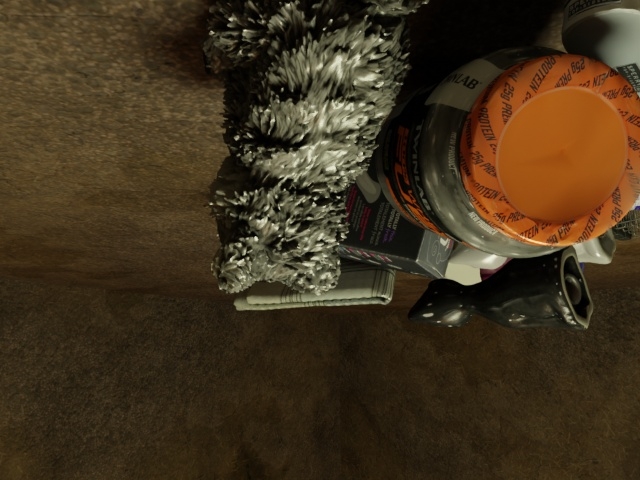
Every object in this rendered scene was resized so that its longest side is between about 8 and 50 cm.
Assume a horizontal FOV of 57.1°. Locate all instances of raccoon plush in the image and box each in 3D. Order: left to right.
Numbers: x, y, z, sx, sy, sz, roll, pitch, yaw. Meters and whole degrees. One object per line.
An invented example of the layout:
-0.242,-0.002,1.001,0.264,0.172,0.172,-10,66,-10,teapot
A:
-0.003,-0.112,0.566,0.216,0.299,0.446,4,166,-17,raccoon plush

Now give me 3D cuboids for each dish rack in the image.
0.771,-0.061,1.331,0.208,0.074,0.271,10,162,-43,dish rack

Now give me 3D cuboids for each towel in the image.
0.000,0.000,1.139,0.324,0.312,0.056,-7,135,24,towel

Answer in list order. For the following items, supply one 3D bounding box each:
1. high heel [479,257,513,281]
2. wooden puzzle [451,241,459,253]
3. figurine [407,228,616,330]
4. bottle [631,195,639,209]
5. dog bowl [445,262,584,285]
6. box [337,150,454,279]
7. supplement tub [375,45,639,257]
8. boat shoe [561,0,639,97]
0.415,-0.021,0.975,0.377,0.181,0.127,-27,-172,-11,high heel
0.161,-0.027,1.160,0.238,0.221,0.044,-8,132,23,wooden puzzle
0.234,0.030,0.736,0.209,0.092,0.215,-14,-159,44,figurine
0.488,-0.098,1.101,0.282,0.092,0.118,-5,161,21,bottle
0.376,0.027,1.155,0.264,0.104,0.265,13,152,7,dog bowl
0.081,-0.051,0.972,0.270,0.165,0.143,13,171,32,box
0.189,-0.095,0.659,0.207,0.207,0.338,1,-174,-5,supplement tub
0.334,-0.201,0.627,0.113,0.105,0.306,-3,162,44,boat shoe
